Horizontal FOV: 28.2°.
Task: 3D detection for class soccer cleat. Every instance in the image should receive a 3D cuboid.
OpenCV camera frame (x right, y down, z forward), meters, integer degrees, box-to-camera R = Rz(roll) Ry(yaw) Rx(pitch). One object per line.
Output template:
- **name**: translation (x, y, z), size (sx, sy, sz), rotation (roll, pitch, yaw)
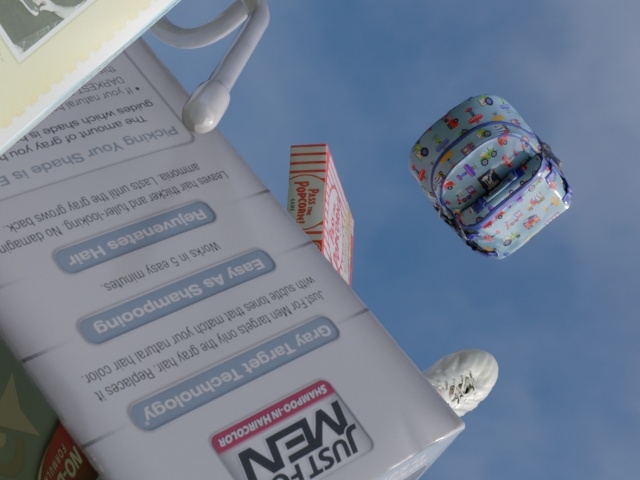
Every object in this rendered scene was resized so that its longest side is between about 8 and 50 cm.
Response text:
- **soccer cleat**: translation (0.122, 0.166, 1.374), size (0.076, 0.196, 0.068), rotation (-33, -103, 61)

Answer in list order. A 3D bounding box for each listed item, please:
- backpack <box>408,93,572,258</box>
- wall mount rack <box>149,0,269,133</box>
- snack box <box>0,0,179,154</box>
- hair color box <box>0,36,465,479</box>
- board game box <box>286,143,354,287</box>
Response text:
- **backpack**: translation (0.197, -0.081, 1.513), size (0.158, 0.173, 0.117), rotation (-37, -133, 8)
- **wall mount rack**: translation (0.000, -0.213, 0.672), size (0.350, 0.130, 0.304), rotation (-40, -125, 23)
- **snack box**: translation (-0.160, -0.183, 0.394), size (0.060, 0.187, 0.322), rotation (19, -33, 49)
- **hair color box**: translation (-0.123, 0.014, 0.659), size (0.374, 0.185, 0.113), rotation (50, -44, 19)
- **board game box**: translation (0.000, 0.000, 1.462), size (0.045, 0.193, 0.146), rotation (-2, -115, 11)
